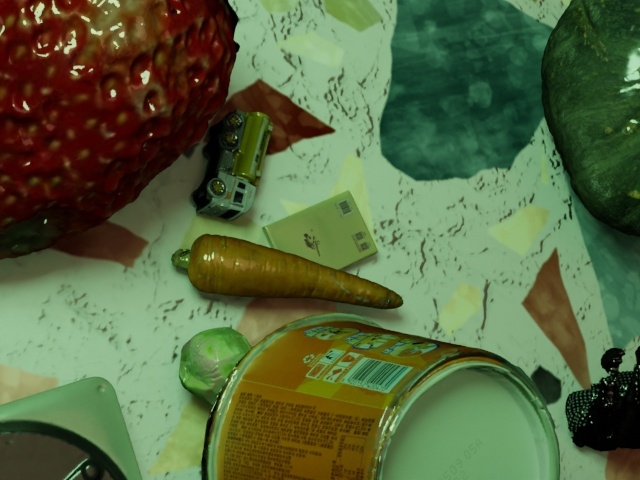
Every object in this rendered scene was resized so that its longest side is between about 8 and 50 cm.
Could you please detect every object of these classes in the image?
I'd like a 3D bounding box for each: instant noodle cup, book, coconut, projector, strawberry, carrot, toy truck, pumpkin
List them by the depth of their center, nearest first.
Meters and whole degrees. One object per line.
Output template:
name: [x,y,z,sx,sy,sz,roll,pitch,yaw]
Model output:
projector: [-0.272,0.277,0.967,0.257,0.079,0.259,-16,85,-27]
strawberry: [-0.237,-0.154,0.988,0.292,0.292,0.310,31,51,-14]
instant noodle cup: [0.067,0.212,1.017,0.296,0.214,0.296,1,88,-36]
coconut: [-0.101,0.124,1.080,0.081,0.082,0.083,-21,70,-31]
carrot: [-0.028,0.041,1.136,0.256,0.061,0.061,12,72,-14]
toy truck: [-0.090,-0.081,1.156,0.063,0.052,0.123,21,67,-24]
book: [0.000,0.000,1.192,0.111,0.014,0.077,-24,87,-22]
pumpkin: [0.409,-0.163,1.280,0.291,0.257,0.328,-5,85,-12]

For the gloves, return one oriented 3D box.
gloves: [0.367,0.179,1.214,0.129,0.180,0.106,15,71,-19]
